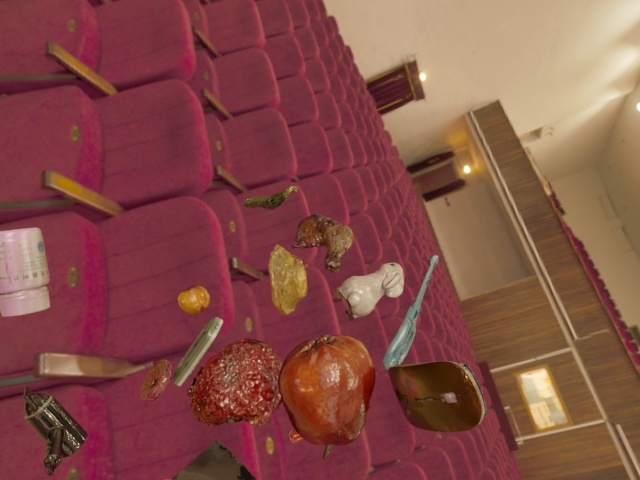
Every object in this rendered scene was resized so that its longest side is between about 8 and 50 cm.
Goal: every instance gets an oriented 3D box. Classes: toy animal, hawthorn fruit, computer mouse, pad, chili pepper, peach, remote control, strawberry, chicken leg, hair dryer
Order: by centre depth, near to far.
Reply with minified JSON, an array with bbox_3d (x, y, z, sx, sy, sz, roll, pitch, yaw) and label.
[{"bbox_3d":[0.016,0.348,0.981,0.224,0.224,0.261,13,67,-74],"label":"hawthorn fruit"},{"bbox_3d":[-0.637,0.458,1.027,0.248,0.078,0.196,11,-47,60],"label":"hair dryer"},{"bbox_3d":[0.257,0.368,1.050,0.310,0.071,0.158,-35,-108,60],"label":"computer mouse"},{"bbox_3d":[-0.222,0.387,1.226,0.274,0.274,0.221,17,72,-73],"label":"strawberry"},{"bbox_3d":[0.012,-0.005,1.360,0.322,0.177,0.083,31,-37,50],"label":"chicken leg"},{"bbox_3d":[-0.408,0.882,1.490,0.367,0.247,0.007,-30,147,-44],"label":"pad"},{"bbox_3d":[-0.196,-0.154,1.694,0.359,0.084,0.077,0,-82,59],"label":"chili pepper"},{"bbox_3d":[-0.510,0.455,1.801,0.065,0.335,0.128,32,24,-11],"label":"remote control"},{"bbox_3d":[-0.565,0.269,1.972,0.138,0.138,0.138,-20,90,-76],"label":"peach"},{"bbox_3d":[0.254,0.225,2.091,0.194,0.357,0.258,64,-11,-9],"label":"toy animal"}]

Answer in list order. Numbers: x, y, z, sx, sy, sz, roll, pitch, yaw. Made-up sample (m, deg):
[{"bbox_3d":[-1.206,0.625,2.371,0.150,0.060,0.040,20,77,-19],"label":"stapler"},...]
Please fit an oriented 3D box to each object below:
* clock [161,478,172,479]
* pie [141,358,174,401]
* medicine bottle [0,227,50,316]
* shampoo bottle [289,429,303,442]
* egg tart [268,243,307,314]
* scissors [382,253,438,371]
[{"bbox_3d":[-0.590,0.998,1.601,0.244,0.244,0.056,-90,162,-54],"label":"clock"},{"bbox_3d":[-0.695,0.596,1.867,0.049,0.182,0.182,42,28,-32],"label":"pie"},{"bbox_3d":[-0.917,0.093,1.337,0.152,0.151,0.255,-30,113,-76],"label":"medicine bottle"},{"bbox_3d":[-0.003,0.622,1.466,0.051,0.220,0.108,63,17,4],"label":"shampoo bottle"},{"bbox_3d":[-0.146,0.183,2.047,0.341,0.128,0.342,-6,90,-75],"label":"egg tart"},{"bbox_3d":[0.275,0.224,1.302,0.180,0.032,0.393,-3,115,-61],"label":"scissors"}]
